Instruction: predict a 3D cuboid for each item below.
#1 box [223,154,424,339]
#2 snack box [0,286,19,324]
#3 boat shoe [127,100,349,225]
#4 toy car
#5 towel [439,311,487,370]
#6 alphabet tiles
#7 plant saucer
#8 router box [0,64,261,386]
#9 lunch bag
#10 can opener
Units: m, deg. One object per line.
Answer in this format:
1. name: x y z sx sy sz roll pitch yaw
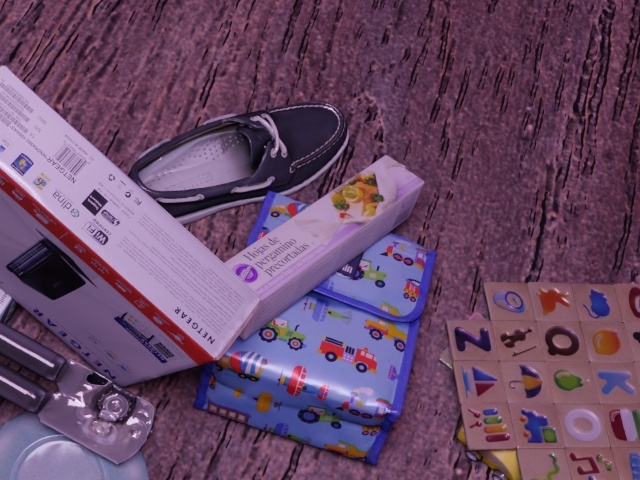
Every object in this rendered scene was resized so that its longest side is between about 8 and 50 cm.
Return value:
1. box: 0.000 0.000 1.427 0.063 0.067 0.324 36 45 19
2. snack box: -0.474 0.106 1.399 0.187 0.060 0.322 30 66 2
3. boat shoe: -0.093 -0.101 1.536 0.303 0.091 0.114 -28 75 -19
4. toy car: 0.272 0.309 1.445 0.239 0.053 0.224 10 66 -5
5. towel: 0.188 0.132 1.530 0.060 0.009 0.083 39 67 7
6. alphabet tiles: 0.325 0.170 1.499 0.343 0.011 0.285 1 54 -12
7. plant saucer: -0.284 0.267 1.378 0.195 0.037 0.194 4 66 -9
8. router box: -0.259 0.005 1.297 0.335 0.301 0.082 43 63 -12
9. lunch bag: 0.005 0.080 1.475 0.221 0.138 0.293 18 53 0
10. can opener: -0.311 0.148 1.376 0.283 0.095 0.076 31 83 -5
